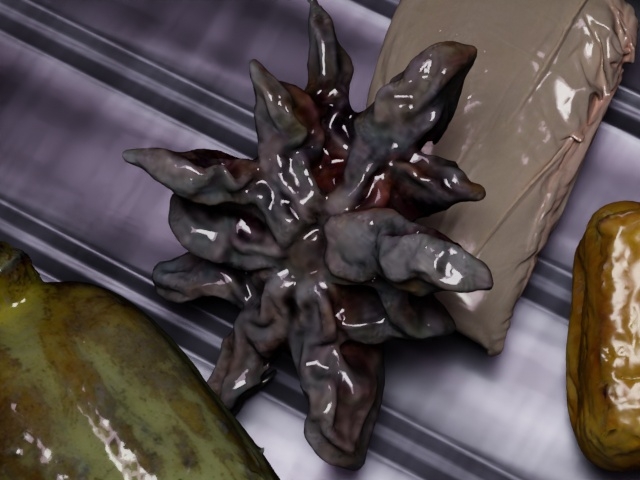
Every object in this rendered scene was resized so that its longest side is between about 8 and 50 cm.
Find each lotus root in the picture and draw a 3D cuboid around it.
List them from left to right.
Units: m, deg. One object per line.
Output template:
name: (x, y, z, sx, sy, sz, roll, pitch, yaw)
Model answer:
lotus root: (-0.125, 0.127, 1.023, 0.173, 0.173, 0.309, -33, 73, -9)

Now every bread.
bread: (0.293, 0.054, 1.033, 0.294, 0.132, 0.166, 1, 69, 3)

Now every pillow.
pillow: (0.089, -0.075, 1.133, 0.173, 0.067, 0.270, 22, 72, 18)

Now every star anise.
star anise: (-0.004, -0.001, 1.037, 0.212, 0.129, 0.282, 43, 120, 13)
